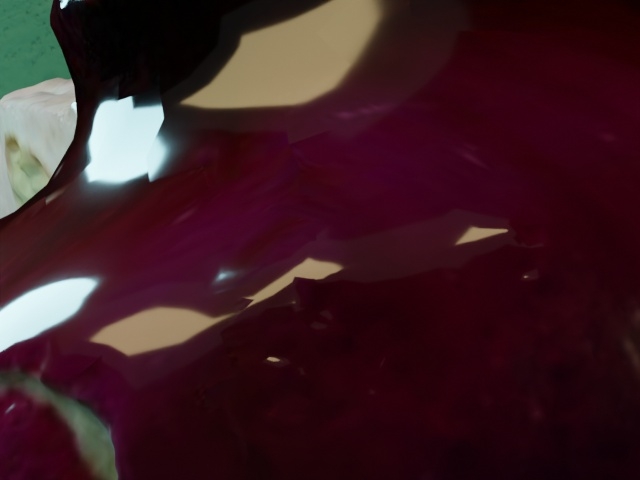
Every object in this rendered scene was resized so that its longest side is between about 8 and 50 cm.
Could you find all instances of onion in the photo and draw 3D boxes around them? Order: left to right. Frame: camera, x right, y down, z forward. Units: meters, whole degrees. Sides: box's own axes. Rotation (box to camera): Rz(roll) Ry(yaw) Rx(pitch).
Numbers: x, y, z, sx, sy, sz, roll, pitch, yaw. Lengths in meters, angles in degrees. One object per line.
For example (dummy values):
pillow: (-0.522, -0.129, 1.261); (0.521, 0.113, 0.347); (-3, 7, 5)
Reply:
onion: (0.012, -0.012, 0.671); (0.398, 0.420, 0.398); (-14, 8, 2)

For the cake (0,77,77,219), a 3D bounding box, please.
cake: (0.000, 0.000, 1.044); (0.314, 0.293, 0.307); (-21, 10, -20)
